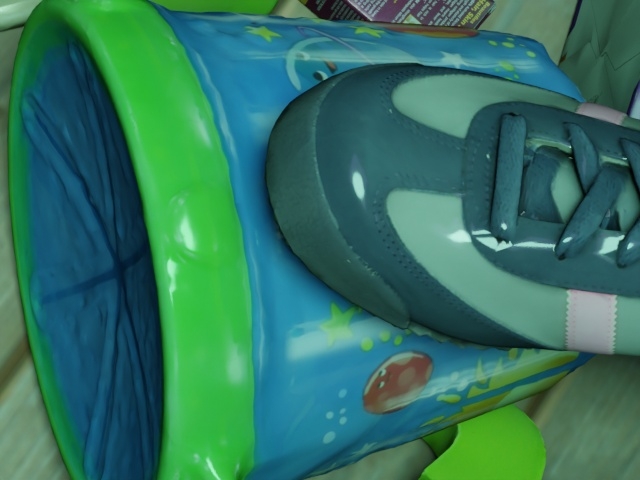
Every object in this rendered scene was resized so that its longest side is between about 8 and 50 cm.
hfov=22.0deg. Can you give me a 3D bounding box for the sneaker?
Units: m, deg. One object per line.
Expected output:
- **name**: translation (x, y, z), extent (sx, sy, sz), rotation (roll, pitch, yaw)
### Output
- **sneaker**: translation (0.140, -0.008, 0.609), extent (0.319, 0.131, 0.112), rotation (13, 69, -25)

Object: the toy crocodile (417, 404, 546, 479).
- **toy crocodile**: translation (-0.010, 0.204, 0.736), extent (0.105, 0.115, 0.340), rotation (38, 72, 16)

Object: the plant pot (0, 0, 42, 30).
- **plant pot**: translation (-0.170, -0.286, 0.683), extent (0.333, 0.305, 0.334), rotation (2, 80, -12)

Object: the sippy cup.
- **sippy cup**: translation (0.000, 0.000, 0.722), extent (0.224, 0.240, 0.306), rotation (-8, 90, -22)

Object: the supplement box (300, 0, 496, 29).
- **supplement box**: translation (0.038, -0.123, 0.838), extent (0.083, 0.043, 0.055), rotation (41, 74, -2)

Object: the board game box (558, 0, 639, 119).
- **board game box**: translation (0.263, -0.043, 0.824), extent (0.275, 0.144, 0.142), rotation (21, 76, -9)
